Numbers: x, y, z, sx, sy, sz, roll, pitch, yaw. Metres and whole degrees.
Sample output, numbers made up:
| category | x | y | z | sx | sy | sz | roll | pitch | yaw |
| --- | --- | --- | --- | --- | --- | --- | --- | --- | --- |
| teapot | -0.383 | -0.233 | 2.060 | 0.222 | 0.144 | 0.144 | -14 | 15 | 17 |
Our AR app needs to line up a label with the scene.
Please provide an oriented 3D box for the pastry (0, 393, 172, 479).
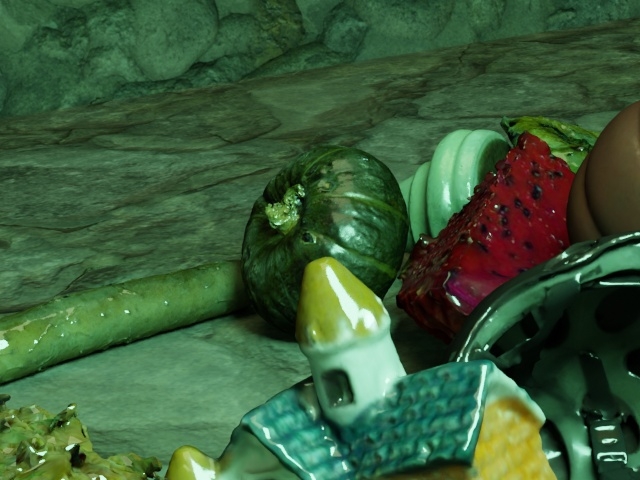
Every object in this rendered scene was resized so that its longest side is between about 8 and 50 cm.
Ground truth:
| category | x | y | z | sx | sy | sz | roll | pitch | yaw |
| --- | --- | --- | --- | --- | --- | --- | --- | --- | --- |
| pastry | -0.179 | 0.188 | 0.781 | 0.274 | 0.193 | 0.275 | -1 | 37 | 1 |

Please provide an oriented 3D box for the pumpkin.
| category | x | y | z | sx | sy | sz | roll | pitch | yaw |
| --- | --- | --- | --- | --- | --- | --- | --- | --- | --- |
| pumpkin | 0.000 | 0.000 | 1.598 | 0.157 | 0.224 | 0.223 | 27 | -2 | -33 |

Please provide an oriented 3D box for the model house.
| category | x | y | z | sx | sy | sz | roll | pitch | yaw |
| --- | --- | --- | --- | --- | --- | --- | --- | --- | --- |
| model house | 0.018 | 0.164 | 0.874 | 0.271 | 0.301 | 0.190 | -17 | 2 | 42 |

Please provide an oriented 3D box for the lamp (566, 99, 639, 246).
| category | x | y | z | sx | sy | sz | roll | pitch | yaw |
| --- | --- | --- | --- | --- | --- | --- | --- | --- | --- |
| lamp | 0.374 | -0.025 | 1.289 | 0.303 | 0.303 | 0.257 | -5 | 58 | 1 |

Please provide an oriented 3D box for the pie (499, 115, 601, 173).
| category | x | y | z | sx | sy | sz | roll | pitch | yaw |
| --- | --- | --- | --- | --- | --- | --- | --- | --- | --- |
| pie | 0.381 | -0.076 | 1.746 | 0.371 | 0.078 | 0.296 | 14 | 13 | -26 |

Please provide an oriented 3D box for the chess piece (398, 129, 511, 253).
| category | x | y | z | sx | sy | sz | roll | pitch | yaw |
| --- | --- | --- | --- | --- | --- | --- | --- | --- | --- |
| chess piece | 0.089 | -0.027 | 1.746 | 0.299 | 0.195 | 0.194 | -6 | 15 | 30 |

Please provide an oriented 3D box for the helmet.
| category | x | y | z | sx | sy | sz | roll | pitch | yaw |
| --- | --- | --- | --- | --- | --- | --- | --- | --- | --- |
| helmet | 0.226 | 0.114 | 1.157 | 0.305 | 0.225 | 0.177 | -29 | 4 | 1 |

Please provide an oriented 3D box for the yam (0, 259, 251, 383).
| category | x | y | z | sx | sy | sz | roll | pitch | yaw |
| --- | --- | --- | --- | --- | --- | --- | --- | --- | --- |
| yam | -0.243 | 0.090 | 1.631 | 0.371 | 0.083 | 0.083 | -16 | 20 | -32 |

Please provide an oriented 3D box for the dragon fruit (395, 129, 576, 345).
| category | x | y | z | sx | sy | sz | roll | pitch | yaw |
| --- | --- | --- | --- | --- | --- | --- | --- | --- | --- |
| dragon fruit | 0.178 | 0.022 | 1.450 | 0.302 | 0.240 | 0.330 | -13 | 4 | 32 |
